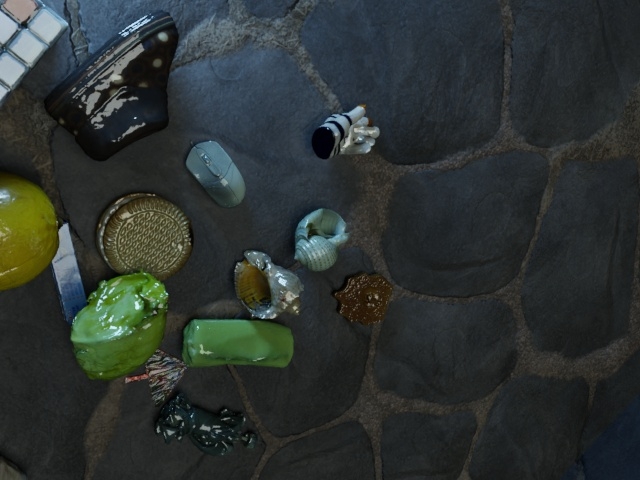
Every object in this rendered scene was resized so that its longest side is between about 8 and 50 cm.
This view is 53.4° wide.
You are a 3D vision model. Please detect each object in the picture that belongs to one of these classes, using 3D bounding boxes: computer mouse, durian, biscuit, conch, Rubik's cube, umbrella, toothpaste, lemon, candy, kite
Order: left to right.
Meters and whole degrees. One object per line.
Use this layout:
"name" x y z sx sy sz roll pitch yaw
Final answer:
"Rubik's cube" -0.732 -0.447 1.361 0.253 0.256 0.259 39 84 -29
"lemon" -0.757 -0.019 1.456 0.297 0.297 0.297 -7 107 -25
"toothpaste" -0.666 0.085 1.663 0.066 0.053 0.272 -16 110 -27
"durian" -0.529 0.234 1.675 0.255 0.204 0.340 -21 150 -27
"biscuit" -0.471 -0.007 1.717 0.259 0.079 0.259 -7 107 -25
"kite" -0.477 0.383 1.864 0.189 0.009 0.232 -12 108 -22
"umbrella" -0.332 0.577 1.945 0.349 0.094 0.143 31 93 -32
"computer mouse" -0.285 -0.183 1.769 0.113 0.068 0.229 -43 119 -12
"candy" -0.244 0.310 1.903 0.343 0.132 0.142 8 58 -30
"conch" -0.158 0.137 1.880 0.178 0.163 0.245 -39 88 -30
"conch" -0.008 0.004 1.928 0.200 0.131 0.172 -27 89 -47
"biscuit" 0.132 0.189 2.104 0.215 0.034 0.182 12 98 -27

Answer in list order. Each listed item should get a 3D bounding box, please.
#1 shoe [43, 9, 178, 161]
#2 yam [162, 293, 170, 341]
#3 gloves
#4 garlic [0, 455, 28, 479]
"shoe" -0.461 -0.371 1.566 0.384 0.171 0.237 -44 112 -8
"yam" -0.455 0.223 1.819 0.032 0.032 0.145 7 100 -28
"gloves" 0.074 -0.321 1.895 0.218 0.131 0.140 -37 120 -48
"garlic" -0.859 0.685 1.642 0.218 0.212 0.219 -12 114 -28
